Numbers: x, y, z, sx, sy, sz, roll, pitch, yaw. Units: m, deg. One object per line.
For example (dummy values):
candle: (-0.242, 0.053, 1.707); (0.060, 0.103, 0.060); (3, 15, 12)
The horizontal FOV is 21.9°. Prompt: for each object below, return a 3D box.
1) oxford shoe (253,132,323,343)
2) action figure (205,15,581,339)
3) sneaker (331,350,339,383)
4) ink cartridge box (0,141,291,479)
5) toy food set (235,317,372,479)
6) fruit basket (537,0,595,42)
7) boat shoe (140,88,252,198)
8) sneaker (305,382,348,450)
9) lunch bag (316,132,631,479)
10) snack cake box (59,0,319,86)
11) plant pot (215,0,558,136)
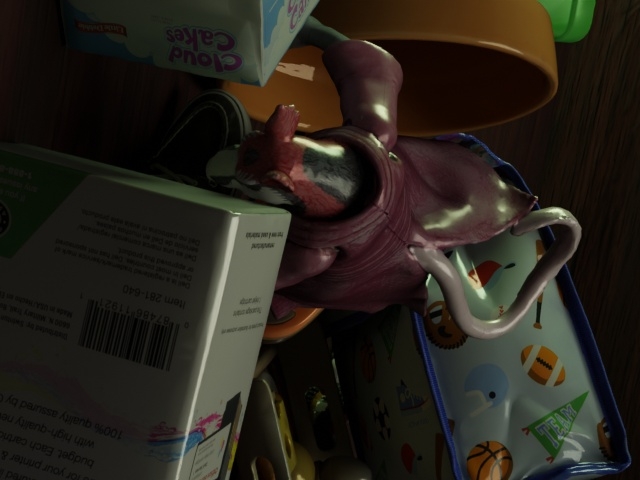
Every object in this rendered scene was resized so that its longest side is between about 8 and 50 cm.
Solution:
oxford shoe: (0.000, 0.000, 1.671); (0.364, 0.130, 0.133); (-59, 164, -47)
action figure: (0.017, -0.007, 1.215); (0.248, 0.275, 0.370); (-58, 168, -1)
sneaker: (0.101, 0.149, 2.186); (0.281, 0.115, 0.105); (-49, 150, -59)
ink cartridge box: (-0.156, 0.092, 1.035); (0.117, 0.201, 0.278); (-1, 105, -73)
toy food set: (-0.014, 0.212, 1.660); (0.306, 0.092, 0.220); (-42, 120, -79)
fruit basket: (0.216, -0.429, 1.842); (0.392, 0.283, 0.392); (-37, 139, -40)
boat shoe: (-0.115, -0.026, 1.315); (0.070, 0.078, 0.219); (59, 49, -71)
sneaker: (-0.015, 0.258, 1.925); (0.225, 0.088, 0.093); (-53, 154, -55)
lunch bag: (0.134, 0.102, 1.805); (0.328, 0.239, 0.385); (143, -66, -70)
snack cake box: (-0.061, -0.231, 1.173); (0.089, 0.152, 0.264); (89, 22, -44)
plant pot: (0.058, -0.223, 1.423); (0.291, 0.291, 0.203); (43, 47, -73)
